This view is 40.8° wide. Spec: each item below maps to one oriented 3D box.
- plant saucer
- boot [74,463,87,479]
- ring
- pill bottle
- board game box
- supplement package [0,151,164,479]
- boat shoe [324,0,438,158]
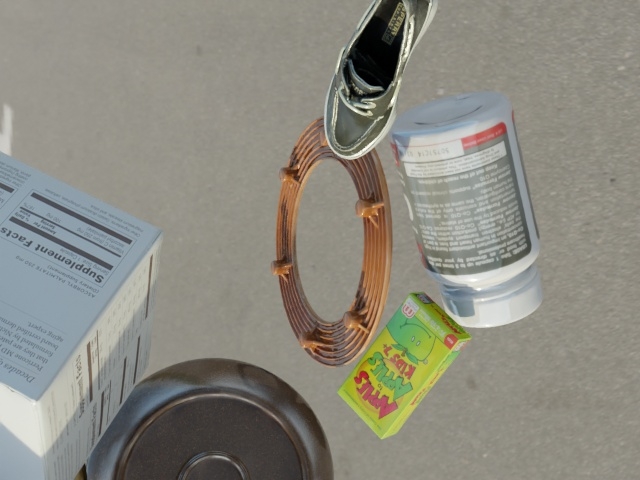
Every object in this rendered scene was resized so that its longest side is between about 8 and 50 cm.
[{"bbox_3d":[-0.132,0.300,1.053,0.050,0.311,0.310,146,112,-77],"label":"plant saucer"},{"bbox_3d":[-0.326,0.189,0.787,0.262,0.203,0.095,-134,36,-60],"label":"boot"},{"bbox_3d":[0.000,0.000,1.144,0.336,0.032,0.336,3,93,63],"label":"ring"},{"bbox_3d":[0.198,-0.039,1.137,0.161,0.161,0.283,8,122,50],"label":"pill bottle"},{"bbox_3d":[0.110,0.167,1.153,0.092,0.043,0.181,44,112,25],"label":"board game box"},{"bbox_3d":[-0.265,0.043,0.602,0.262,0.145,0.204,26,143,5],"label":"supplement package"},{"bbox_3d":[0.046,-0.164,0.862,0.078,0.070,0.219,29,131,9],"label":"boat shoe"}]
